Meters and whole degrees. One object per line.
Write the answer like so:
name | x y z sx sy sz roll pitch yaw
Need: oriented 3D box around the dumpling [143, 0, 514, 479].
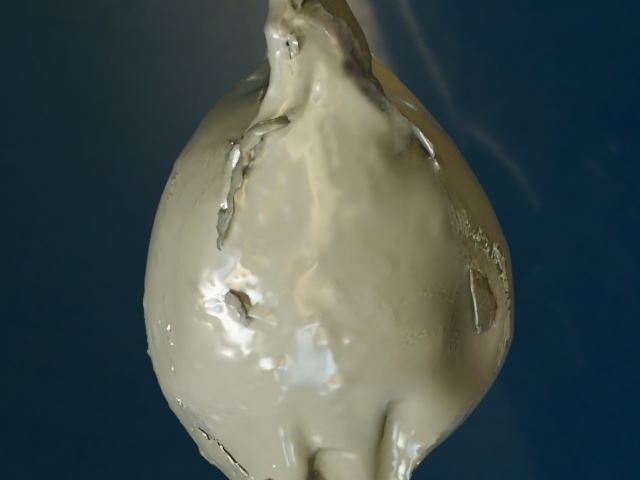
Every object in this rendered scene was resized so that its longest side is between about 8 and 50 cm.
dumpling | 0.000 0.000 0.612 0.142 0.247 0.172 -2 -157 -10
